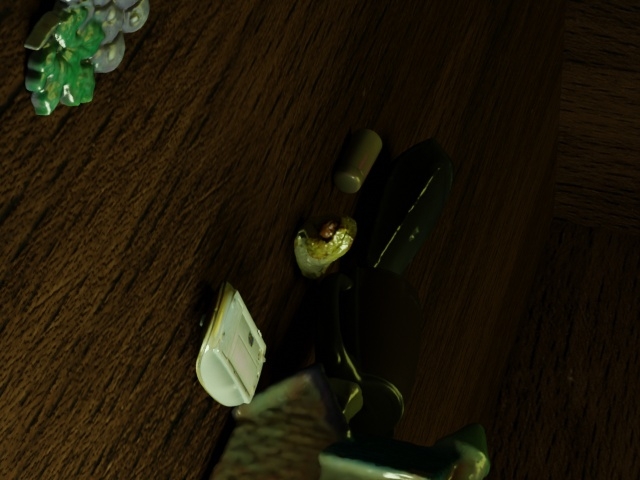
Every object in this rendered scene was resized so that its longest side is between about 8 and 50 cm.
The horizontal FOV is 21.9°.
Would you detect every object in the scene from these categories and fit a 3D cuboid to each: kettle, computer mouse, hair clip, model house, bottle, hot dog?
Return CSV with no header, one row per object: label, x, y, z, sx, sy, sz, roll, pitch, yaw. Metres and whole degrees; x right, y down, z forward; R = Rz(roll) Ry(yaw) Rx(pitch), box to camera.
kettle,0.055,0.136,2.160,0.232,0.144,0.202,-86,157,-58
computer mouse,-0.104,0.115,1.830,0.199,0.045,0.102,67,35,-64
hair clip,-0.190,-0.190,1.334,0.195,0.052,0.124,-65,151,-21
model house,0.033,0.309,1.962,0.245,0.312,0.280,79,27,-47
computer mouse,0.106,-0.029,2.456,0.295,0.087,0.168,-57,162,-27
bottle,0.049,-0.107,2.258,0.045,0.045,0.096,85,23,-44
hot dog,-0.001,0.000,2.104,0.078,0.061,0.169,-66,-173,-21
